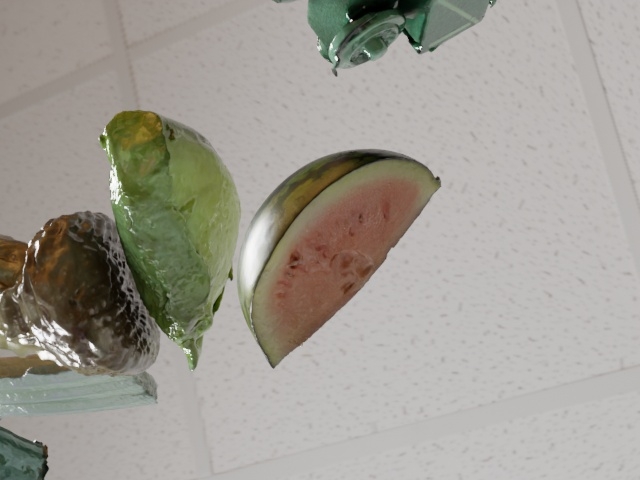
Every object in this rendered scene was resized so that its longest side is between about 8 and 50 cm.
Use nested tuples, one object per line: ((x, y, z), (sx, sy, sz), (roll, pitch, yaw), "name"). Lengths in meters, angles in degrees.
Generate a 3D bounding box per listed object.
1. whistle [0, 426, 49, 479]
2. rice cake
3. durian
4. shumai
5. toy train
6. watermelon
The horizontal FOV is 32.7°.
((-0.224, 0.089, 0.556), (0.039, 0.186, 0.039), (-26, -134, 31), "whistle")
((-0.323, 0.172, 1.317), (0.237, 0.127, 0.043), (-8, -125, 14), "rice cake")
((-0.128, -0.008, 0.942), (0.101, 0.250, 0.139), (8, -132, 13), "durian")
((-0.236, 0.055, 0.979), (0.153, 0.209, 0.161), (-13, -70, 4), "shumai")
((0.054, -0.207, 0.729), (0.154, 0.269, 0.115), (-31, -107, -15), "toy train")
((-0.010, -0.009, 0.693), (0.163, 0.087, 0.069), (-47, -133, 0), "watermelon")
